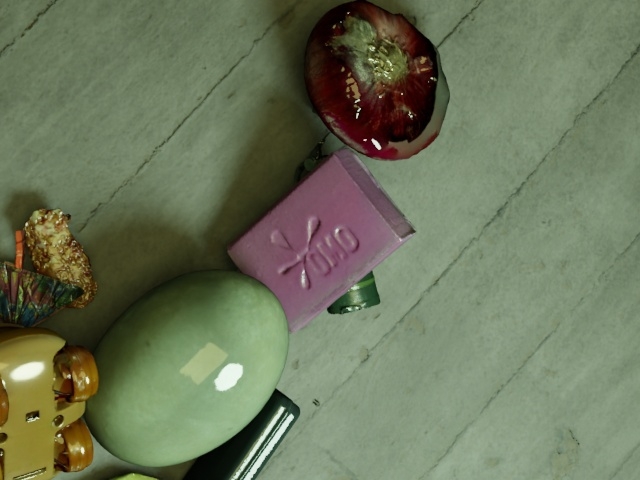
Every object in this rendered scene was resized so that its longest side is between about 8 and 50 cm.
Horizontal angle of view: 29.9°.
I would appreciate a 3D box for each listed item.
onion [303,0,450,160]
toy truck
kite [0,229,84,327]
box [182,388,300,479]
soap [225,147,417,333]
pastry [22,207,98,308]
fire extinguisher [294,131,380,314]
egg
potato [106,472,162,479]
[{"bbox_3d":[0.072,-0.250,1.945,0.272,0.195,0.272,14,69,-39],"label":"onion"},{"bbox_3d":[-0.456,0.247,1.759,0.204,0.211,0.288,-14,122,-33],"label":"toy truck"},{"bbox_3d":[-0.475,0.068,1.860,0.232,0.009,0.189,14,112,7],"label":"kite"},{"bbox_3d":[-0.131,0.336,1.920,0.050,0.160,0.230,37,83,-20],"label":"box"},{"bbox_3d":[-0.001,0.000,1.893,0.259,0.081,0.181,-40,84,24],"label":"soap"},{"bbox_3d":[-0.409,0.028,1.883,0.087,0.063,0.169,-22,95,-7],"label":"pastry"},{"bbox_3d":[0.018,-0.027,1.974,0.093,0.118,0.294,-24,102,-53],"label":"fire extinguisher"},{"bbox_3d":[-0.205,0.195,1.842,0.352,0.258,0.258,-36,101,-1],"label":"egg"},{"bbox_3d":[-0.319,0.429,1.933,0.198,0.054,0.119,-11,100,-9],"label":"potato"}]
